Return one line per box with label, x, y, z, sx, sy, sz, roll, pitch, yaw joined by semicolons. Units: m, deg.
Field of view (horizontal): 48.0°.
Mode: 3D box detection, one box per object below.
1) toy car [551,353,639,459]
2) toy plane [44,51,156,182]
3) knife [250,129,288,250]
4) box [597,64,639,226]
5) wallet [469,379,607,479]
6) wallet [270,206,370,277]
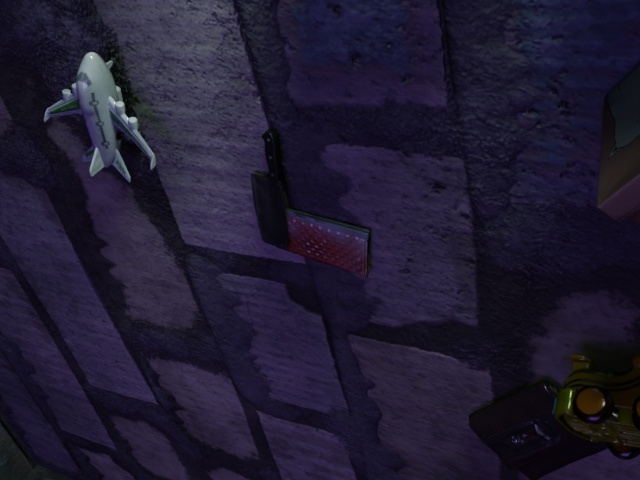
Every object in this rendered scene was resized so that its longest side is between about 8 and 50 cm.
toy car;0.490;0.247;1.096;0.248;0.142;0.200;2;152;37
toy plane;-0.396;-0.231;1.306;0.251;0.101;0.255;23;133;16
knife;-0.094;-0.089;1.274;0.072;0.019;0.245;19;131;27
box;0.401;-0.140;0.756;0.086;0.215;0.215;30;139;-8
wallet;0.402;0.353;1.327;0.182;0.049;0.229;41;137;0
wallet;0.000;0.000;1.300;0.196;0.020;0.103;16;131;24
